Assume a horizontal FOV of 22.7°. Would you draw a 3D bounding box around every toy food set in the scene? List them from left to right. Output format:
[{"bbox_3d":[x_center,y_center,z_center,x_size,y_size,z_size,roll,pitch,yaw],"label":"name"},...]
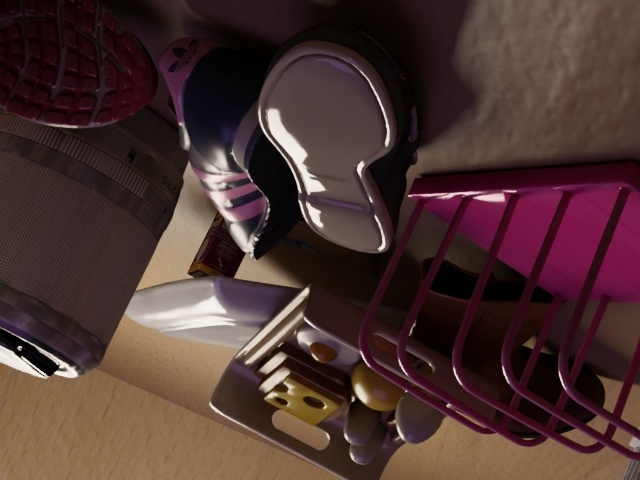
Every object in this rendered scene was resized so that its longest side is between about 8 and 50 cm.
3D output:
[{"bbox_3d":[0.025,0.171,1.683,0.219,0.092,0.306,29,149,-10],"label":"toy food set"}]

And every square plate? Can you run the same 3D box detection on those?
[{"bbox_3d":[-0.032,0.101,1.871,0.344,0.049,0.347,12,170,-24],"label":"square plate"}]

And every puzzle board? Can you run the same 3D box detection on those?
[{"bbox_3d":[0.000,0.000,1.747,0.128,0.011,0.096,22,166,15],"label":"puzzle board"}]

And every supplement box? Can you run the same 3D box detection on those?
[{"bbox_3d":[-0.109,0.008,1.805,0.043,0.083,0.055,29,164,-13],"label":"supplement box"}]

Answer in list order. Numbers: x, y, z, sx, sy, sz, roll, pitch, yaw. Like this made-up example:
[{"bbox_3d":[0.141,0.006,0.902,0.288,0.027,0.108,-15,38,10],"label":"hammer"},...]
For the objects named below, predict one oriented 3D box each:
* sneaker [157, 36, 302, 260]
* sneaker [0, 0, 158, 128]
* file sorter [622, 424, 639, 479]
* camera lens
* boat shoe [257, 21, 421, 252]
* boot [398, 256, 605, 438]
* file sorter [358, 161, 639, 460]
[{"bbox_3d":[-0.071,-0.086,1.424,0.131,0.112,0.319,38,163,13],"label":"sneaker"},{"bbox_3d":[-0.261,-0.175,1.403,0.299,0.121,0.112,19,-172,29],"label":"sneaker"},{"bbox_3d":[0.429,0.302,1.780,0.192,0.173,0.278,23,165,9],"label":"file sorter"},{"bbox_3d":[-0.279,-0.013,1.633,0.219,0.274,0.219,23,165,6],"label":"camera lens"},{"bbox_3d":[0.022,-0.098,1.255,0.112,0.095,0.335,14,158,10],"label":"boat shoe"},{"bbox_3d":[0.206,0.102,1.665,0.264,0.096,0.280,16,150,-3],"label":"boot"},{"bbox_3d":[0.198,0.069,1.332,0.202,0.182,0.290,32,163,-27],"label":"file sorter"}]
